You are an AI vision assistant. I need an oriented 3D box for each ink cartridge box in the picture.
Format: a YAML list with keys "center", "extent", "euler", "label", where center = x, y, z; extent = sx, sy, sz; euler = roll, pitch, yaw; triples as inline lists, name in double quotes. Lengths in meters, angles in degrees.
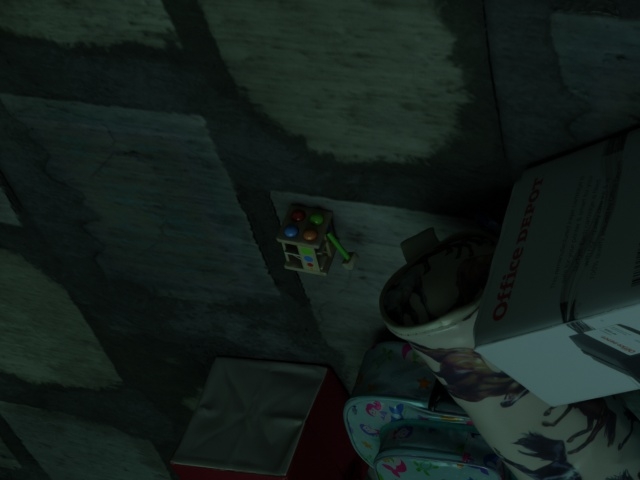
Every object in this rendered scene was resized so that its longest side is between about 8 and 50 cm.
- center: [0.313, 0.011, 1.432]
  extent: [0.129, 0.223, 0.307]
  euler: [37, 145, -27]
  label: "ink cartridge box"

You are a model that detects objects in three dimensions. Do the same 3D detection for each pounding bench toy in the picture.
- center: [0.000, 0.000, 1.763]
  extent: [0.083, 0.052, 0.065]
  euler: [10, 146, 18]
  label: "pounding bench toy"

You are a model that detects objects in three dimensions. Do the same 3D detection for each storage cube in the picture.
- center: [-0.060, 0.290, 2.108]
  extent: [0.215, 0.184, 0.193]
  euler: [2, 142, 29]
  label: "storage cube"

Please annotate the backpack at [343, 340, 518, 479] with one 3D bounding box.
- center: [0.155, 0.235, 1.910]
  extent: [0.253, 0.191, 0.225]
  euler: [14, 148, 21]
  label: "backpack"

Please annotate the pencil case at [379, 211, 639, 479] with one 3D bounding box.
- center: [0.232, 0.160, 1.671]
  extent: [0.160, 0.183, 0.410]
  euler: [-29, 120, 20]
  label: "pencil case"
